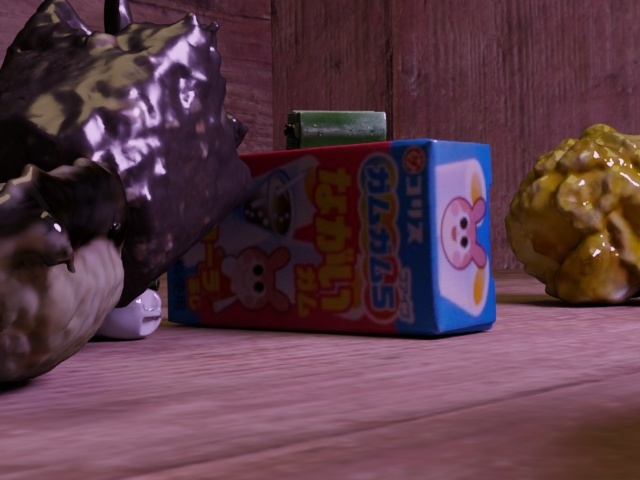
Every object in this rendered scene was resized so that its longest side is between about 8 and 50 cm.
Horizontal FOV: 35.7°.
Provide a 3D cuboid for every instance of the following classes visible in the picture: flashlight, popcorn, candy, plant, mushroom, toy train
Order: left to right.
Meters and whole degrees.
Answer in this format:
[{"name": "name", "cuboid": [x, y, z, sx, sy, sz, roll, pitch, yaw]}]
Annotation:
[{"name": "mushroom", "cuboid": [-0.264, 0.024, 0.558, 0.345, 0.129, 0.247, -2, 9, 15]}, {"name": "flashlight", "cuboid": [-0.220, 0.059, 0.838, 0.201, 0.047, 0.093, 2, 2, 28]}, {"name": "plant", "cuboid": [-0.152, -0.085, 0.778, 0.189, 0.198, 0.276, -4, 34, 19]}, {"name": "candy", "cuboid": [-0.001, 0.000, 0.877, 0.306, 0.157, 0.100, -1, 0, 37]}, {"name": "toy train", "cuboid": [0.014, -0.097, 0.881, 0.093, 0.038, 0.056, -1, 6, -10]}, {"name": "popcorn", "cuboid": [0.354, -0.013, 1.159, 0.237, 0.251, 0.206, -34, -21, -9]}]

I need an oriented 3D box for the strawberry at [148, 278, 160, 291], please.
[{"name": "strawberry", "cuboid": [-0.268, 0.041, 1.113, 0.192, 0.085, 0.140, -6, 23, -28]}]
